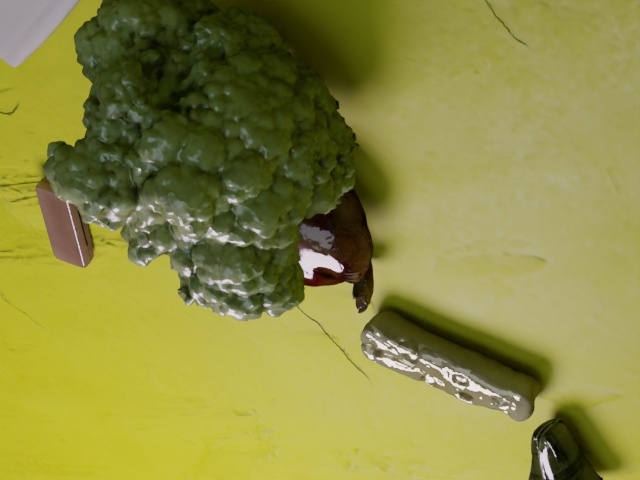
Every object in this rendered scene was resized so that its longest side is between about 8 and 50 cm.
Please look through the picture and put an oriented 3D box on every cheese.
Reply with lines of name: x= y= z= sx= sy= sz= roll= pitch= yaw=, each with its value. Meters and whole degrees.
cheese: x=0.132 y=0.130 z=1.976 sx=0.194 sy=0.043 sz=0.065 roll=23 pitch=140 yaw=12

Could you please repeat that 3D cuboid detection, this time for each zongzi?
zongzi: x=0.230 y=0.229 z=2.015 sx=0.113 sy=0.052 sz=0.104 roll=0 pitch=124 yaw=53

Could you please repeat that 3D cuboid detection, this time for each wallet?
wallet: x=-0.292 y=-0.242 z=1.889 sx=0.095 sy=0.033 sz=0.190 roll=44 pitch=141 yaw=-10

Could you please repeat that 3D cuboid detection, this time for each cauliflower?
cauliflower: x=-0.126 y=-0.069 z=1.772 sx=0.281 sy=0.260 sz=0.327 roll=-28 pitch=85 yaw=45

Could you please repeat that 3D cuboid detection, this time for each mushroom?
mushroom: x=-0.001 y=0.001 z=1.905 sx=0.170 sy=0.080 sz=0.135 roll=53 pitch=148 yaw=-18

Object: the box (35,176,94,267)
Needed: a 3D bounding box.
box: x=-0.281 y=-0.021 z=2.124 sx=0.048 sy=0.025 sz=0.115 roll=19 pitch=140 yaw=26
